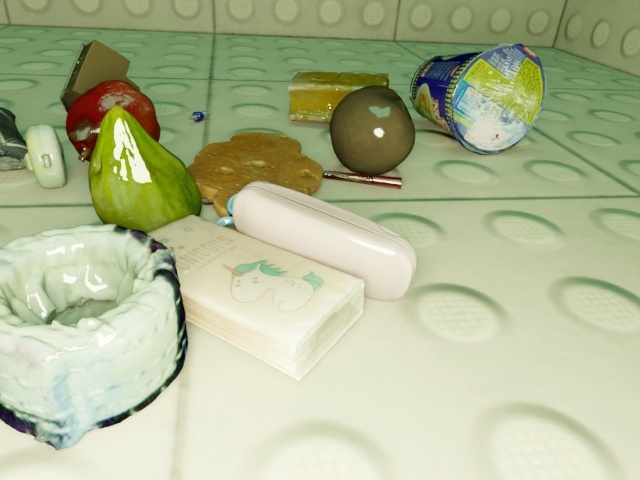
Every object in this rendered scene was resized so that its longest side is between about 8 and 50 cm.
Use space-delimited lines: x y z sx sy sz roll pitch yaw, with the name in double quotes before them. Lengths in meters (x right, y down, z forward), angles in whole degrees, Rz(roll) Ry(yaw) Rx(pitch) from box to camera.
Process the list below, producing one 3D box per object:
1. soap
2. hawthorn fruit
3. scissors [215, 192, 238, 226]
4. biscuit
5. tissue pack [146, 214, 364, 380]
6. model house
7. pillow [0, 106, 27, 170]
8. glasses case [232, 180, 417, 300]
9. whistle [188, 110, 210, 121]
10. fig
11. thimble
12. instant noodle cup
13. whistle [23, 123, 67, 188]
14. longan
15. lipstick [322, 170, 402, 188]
"soap" 0.064 -0.427 1.483 0.282 0.142 0.259 3 28 9
"hawthorn fruit" -0.447 -0.236 1.064 0.185 0.185 0.202 14 50 16
"scissors" -0.050 -0.011 0.844 0.256 0.030 0.125 16 58 8
"biscuit" -0.132 -0.135 1.040 0.270 0.051 0.375 9 34 3
"tissue pack" -0.118 0.061 0.698 0.326 0.071 0.170 20 36 26
"model house" -0.642 -0.416 1.390 0.248 0.180 0.176 -3 -23 41
"pillow" -0.731 -0.227 1.081 0.162 0.092 0.335 -15 37 -33
"glasses case" 0.000 0.000 0.747 0.297 0.113 0.075 24 45 16
"whistle" -0.344 -0.349 1.399 0.033 0.029 0.083 -22 10 32
"fig" -0.293 -0.082 0.802 0.167 0.233 0.166 -2 71 7
"thimble" -0.265 0.093 0.551 0.238 0.150 0.237 3 32 -2
"instant noodle cup" 0.408 -0.411 1.393 0.285 0.283 0.312 -6 24 -17
"whistle" -0.555 -0.177 1.006 0.067 0.125 0.258 -11 21 -22
"longan" 0.115 -0.243 1.116 0.197 0.196 0.220 -6 40 -16
"lipstick" 0.091 -0.136 1.101 0.177 0.027 0.027 7 31 8
